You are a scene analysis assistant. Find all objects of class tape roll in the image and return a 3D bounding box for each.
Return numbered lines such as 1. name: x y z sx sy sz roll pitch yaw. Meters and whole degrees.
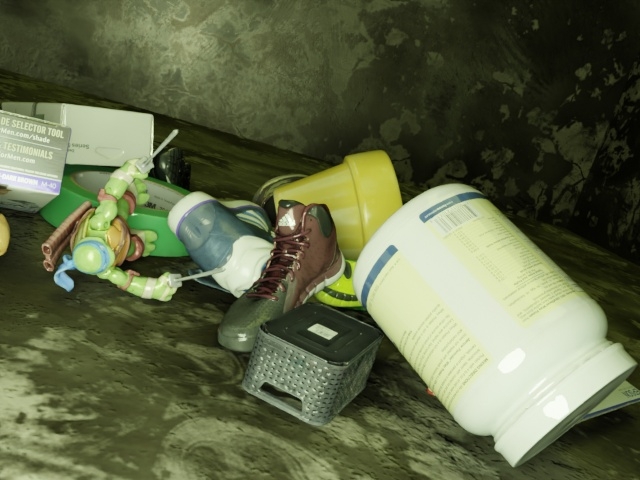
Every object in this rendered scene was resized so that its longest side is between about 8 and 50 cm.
1. tape roll: -0.372 -0.064 1.276 0.321 0.077 0.321 16 14 -4

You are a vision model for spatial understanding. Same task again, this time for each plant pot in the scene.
1. plant pot: 0.032 -0.043 1.343 0.239 0.253 0.254 -10 17 -3

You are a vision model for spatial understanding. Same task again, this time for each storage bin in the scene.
1. storage bin: -0.006 0.153 0.859 0.122 0.084 0.180 23 14 19

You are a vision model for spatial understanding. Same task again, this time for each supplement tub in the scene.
1. supplement tub: 0.221 0.106 0.874 0.235 0.235 0.325 1 42 -50

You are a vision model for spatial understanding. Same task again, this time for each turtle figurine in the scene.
1. turtle figurine: -0.261 -0.019 0.999 0.197 0.275 0.266 50 -1 -18

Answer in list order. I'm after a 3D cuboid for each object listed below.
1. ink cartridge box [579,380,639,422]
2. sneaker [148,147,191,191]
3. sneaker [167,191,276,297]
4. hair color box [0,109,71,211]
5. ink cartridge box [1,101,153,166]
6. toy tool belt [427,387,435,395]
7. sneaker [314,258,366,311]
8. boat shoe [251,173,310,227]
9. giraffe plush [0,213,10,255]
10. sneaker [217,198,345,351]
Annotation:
1. ink cartridge box: 0.346 0.201 1.122 0.324 0.071 0.330 4 30 -44
2. sneaker: -0.383 -0.154 1.537 0.124 0.107 0.283 6 -5 -5
3. sneaker: -0.116 0.035 1.174 0.236 0.130 0.323 43 7 18
4. hair color box: -0.511 -0.118 1.009 0.185 0.110 0.339 10 -9 -28
5. ink cartridge box: -0.502 -0.218 1.348 0.273 0.114 0.198 11 10 41
6. toy tool belt: 0.200 0.206 0.978 0.083 0.051 0.052 9 16 -31
7. sneaker: 0.100 0.087 1.191 0.296 0.109 0.123 20 0 -26
8. boat shoe: 0.005 -0.073 1.512 0.356 0.132 0.130 -3 25 -40
9. giraffe plush: -0.519 -0.018 0.802 0.210 0.181 0.171 -35 32 -29
10. sneaker: -0.064 0.028 0.960 0.107 0.162 0.281 10 32 28
